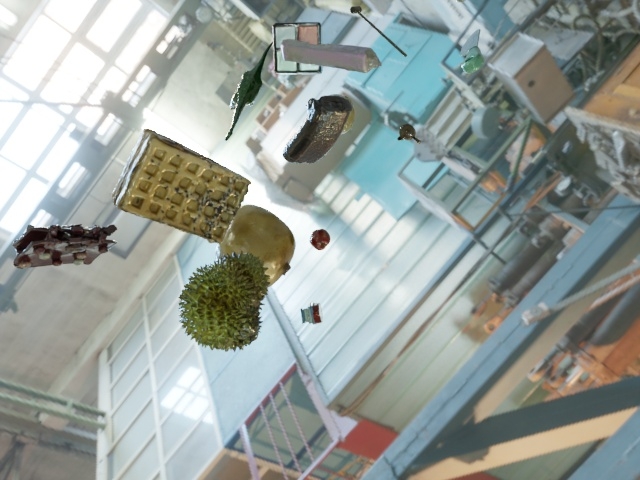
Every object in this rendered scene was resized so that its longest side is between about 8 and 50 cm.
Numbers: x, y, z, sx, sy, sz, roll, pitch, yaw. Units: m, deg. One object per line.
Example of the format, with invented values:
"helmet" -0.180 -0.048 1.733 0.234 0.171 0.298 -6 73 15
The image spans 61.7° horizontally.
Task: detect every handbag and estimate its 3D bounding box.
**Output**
"handbag" -0.639 0.015 1.338 0.203 0.216 0.074 -1 -103 -44

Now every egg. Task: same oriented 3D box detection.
"egg" 0.061 -0.513 2.181 0.164 0.164 0.201 41 179 11

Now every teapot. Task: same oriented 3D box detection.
"teapot" 0.384 -0.442 2.297 0.110 0.085 0.080 46 -165 17

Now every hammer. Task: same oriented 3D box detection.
"hammer" 0.230 -0.811 2.080 0.292 0.029 0.058 45 -140 8

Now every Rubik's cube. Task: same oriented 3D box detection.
"Rubik's cube" -0.082 -0.721 2.022 0.180 0.183 0.167 2 -163 2

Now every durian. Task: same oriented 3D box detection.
"durian" -0.253 0.162 1.396 0.225 0.291 0.291 11 -172 2

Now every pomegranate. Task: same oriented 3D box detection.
"pomegranate" -0.242 0.026 2.053 0.332 0.332 0.332 39 -172 -6

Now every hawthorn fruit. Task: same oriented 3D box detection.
"hawthorn fruit" 0.000 0.000 2.130 0.093 0.093 0.093 39 -172 -6

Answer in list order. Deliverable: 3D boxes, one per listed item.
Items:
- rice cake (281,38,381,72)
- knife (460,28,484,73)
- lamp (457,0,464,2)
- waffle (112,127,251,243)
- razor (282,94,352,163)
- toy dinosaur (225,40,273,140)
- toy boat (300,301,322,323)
"rice cake" 0.018 -0.609 1.761 0.399 0.064 0.070 21 145 35
"knife" 0.403 -0.507 1.432 0.034 0.063 0.260 48 -146 -21
"lamp" 0.471 -0.928 1.956 0.198 0.050 0.056 55 -175 40
"waffle" -0.429 -0.155 1.684 0.376 0.261 0.114 25 -178 -39
"razor" -0.014 -0.413 2.050 0.189 0.327 0.107 -7 -116 -31
"toy dinosaur" -0.259 -0.549 1.914 0.087 0.447 0.301 22 180 -10
"toy boat" -0.027 0.220 1.609 0.173 0.059 0.069 53 -152 -85
